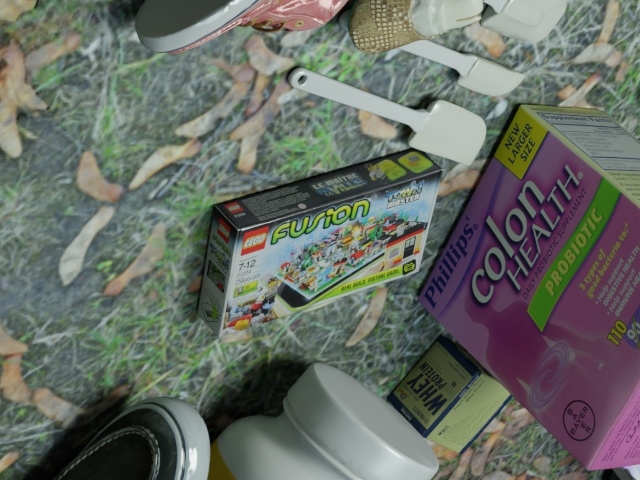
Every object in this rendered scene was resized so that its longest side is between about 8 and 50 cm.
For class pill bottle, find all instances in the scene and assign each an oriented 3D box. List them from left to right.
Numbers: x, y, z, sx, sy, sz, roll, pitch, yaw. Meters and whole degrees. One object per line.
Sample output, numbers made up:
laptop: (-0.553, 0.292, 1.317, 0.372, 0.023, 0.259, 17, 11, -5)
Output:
pill bottle: (-0.055, 0.275, 1.713, 0.334, 0.188, 0.188, -51, 144, 8)

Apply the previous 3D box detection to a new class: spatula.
spatula: (0.089, -0.155, 1.576, 0.242, 0.019, 0.168, 16, 114, -46)

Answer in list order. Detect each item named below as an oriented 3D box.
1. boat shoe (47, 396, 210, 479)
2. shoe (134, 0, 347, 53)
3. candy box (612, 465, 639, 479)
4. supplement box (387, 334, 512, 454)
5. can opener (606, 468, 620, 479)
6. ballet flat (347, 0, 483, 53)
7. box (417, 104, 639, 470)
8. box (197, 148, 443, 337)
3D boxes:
boat shoe: (-0.218, 0.261, 1.595, 0.335, 0.121, 0.119, -52, 148, 14)
shoe: (-0.045, -0.168, 1.389, 0.178, 0.063, 0.081, -38, 139, -16)
candy box: (0.362, 0.176, 2.053, 0.165, 0.070, 0.196, -41, 117, -5)
supplement box: (0.124, 0.146, 1.869, 0.083, 0.056, 0.083, -50, 144, 8)
can opener: (0.350, 0.232, 2.170, 0.073, 0.059, 0.186, -20, 137, -31)
ballet flat: (0.112, -0.201, 1.487, 0.206, 0.067, 0.073, -39, 134, -19)
box: (0.236, 0.037, 1.711, 0.117, 0.243, 0.214, 0, 126, -44)
box: (0.000, 0.000, 1.622, 0.207, 0.036, 0.114, -18, 136, -32)
